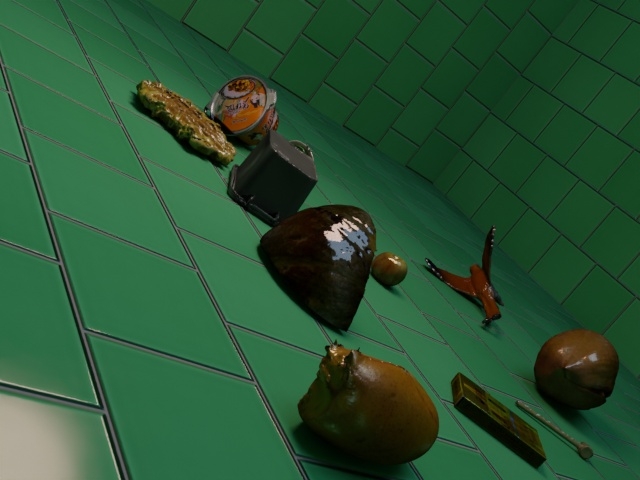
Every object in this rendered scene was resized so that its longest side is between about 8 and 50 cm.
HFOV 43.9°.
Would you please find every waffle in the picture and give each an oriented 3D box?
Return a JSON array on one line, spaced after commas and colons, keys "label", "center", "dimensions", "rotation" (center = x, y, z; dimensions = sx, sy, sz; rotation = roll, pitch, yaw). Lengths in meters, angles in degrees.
[{"label": "waffle", "center": [-0.306, -0.271, 1.807], "dimensions": [0.291, 0.051, 0.291], "rotation": [36, 14, -11]}]

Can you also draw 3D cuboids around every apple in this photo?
[{"label": "apple", "center": [0.161, 0.065, 1.842], "dimensions": [0.084, 0.071, 0.084], "rotation": [35, 13, -10]}]

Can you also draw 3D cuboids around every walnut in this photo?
[{"label": "walnut", "center": [0.625, 0.313, 1.950], "dimensions": [0.203, 0.203, 0.298], "rotation": [46, 14, 31]}]

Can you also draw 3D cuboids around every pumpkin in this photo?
[{"label": "pumpkin", "center": [0.000, 0.000, 1.436], "dimensions": [0.148, 0.169, 0.312], "rotation": [31, 15, -36]}]

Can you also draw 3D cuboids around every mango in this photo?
[{"label": "mango", "center": [0.072, 0.214, 1.023], "dimensions": [0.154, 0.126, 0.252], "rotation": [34, 1, 41]}]

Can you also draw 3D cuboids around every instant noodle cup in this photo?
[{"label": "instant noodle cup", "center": [-0.188, -0.328, 2.095], "dimensions": [0.208, 0.178, 0.125], "rotation": [10, -17, 28]}]

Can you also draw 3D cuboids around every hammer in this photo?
[{"label": "hammer", "center": [0.501, 0.399, 1.714], "dimensions": [0.195, 0.028, 0.060], "rotation": [36, 8, -1]}]

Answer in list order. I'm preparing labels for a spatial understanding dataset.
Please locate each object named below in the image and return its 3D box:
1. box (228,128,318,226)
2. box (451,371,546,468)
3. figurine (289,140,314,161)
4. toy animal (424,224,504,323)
[{"label": "box", "center": [-0.097, -0.137, 1.720], "dimensions": [0.163, 0.135, 0.243], "rotation": [35, 13, -14]}, {"label": "box", "center": [0.330, 0.333, 1.485], "dimensions": [0.193, 0.030, 0.121], "rotation": [38, 13, -3]}, {"label": "figurine", "center": [-0.104, -0.183, 1.915], "dimensions": [0.132, 0.132, 0.153], "rotation": [44, 27, 26]}, {"label": "toy animal", "center": [0.488, 0.149, 2.303], "dimensions": [0.302, 0.225, 0.284], "rotation": [38, 27, -53]}]
